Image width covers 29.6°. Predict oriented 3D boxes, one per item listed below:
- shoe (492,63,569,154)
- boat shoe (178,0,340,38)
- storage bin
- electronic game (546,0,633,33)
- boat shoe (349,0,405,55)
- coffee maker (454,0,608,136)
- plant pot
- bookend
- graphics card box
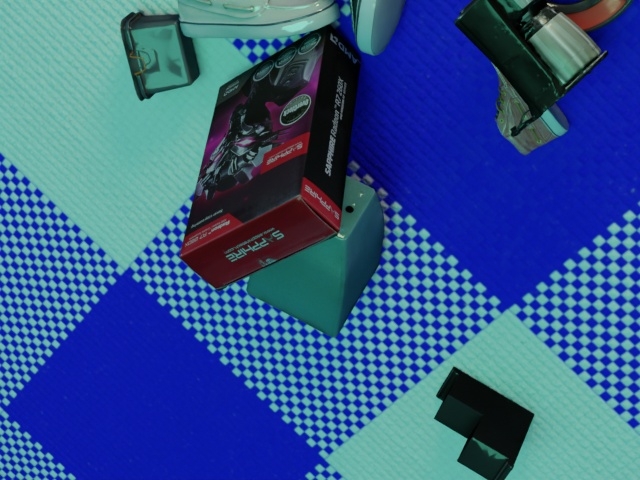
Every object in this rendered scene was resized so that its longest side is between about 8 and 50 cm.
[{"bbox_3d":[0.276,-0.207,1.750,0.081,0.063,0.178,-33,103,30],"label":"shoe"},{"bbox_3d":[-0.099,-0.359,1.824,0.267,0.096,0.088,6,123,30],"label":"boat shoe"},{"bbox_3d":[-0.252,-0.297,1.925,0.091,0.098,0.135,-6,113,15],"label":"storage bin"},{"bbox_3d":[0.329,-0.389,1.643,0.229,0.048,0.229,10,119,19],"label":"electronic game"},{"bbox_3d":[0.063,-0.418,1.708,0.105,0.113,0.306,15,118,24],"label":"boat shoe"},{"bbox_3d":[0.266,-0.259,1.634,0.171,0.120,0.178,-42,88,12],"label":"coffee maker"},{"bbox_3d":[0.000,0.000,1.863,0.165,0.166,0.234,27,151,9],"label":"plant pot"},{"bbox_3d":[0.249,0.308,1.973,0.156,0.157,0.072,30,123,6],"label":"bookend"},{"bbox_3d":[-0.067,-0.127,1.762,0.233,0.371,0.094,-25,128,33],"label":"graphics card box"}]
